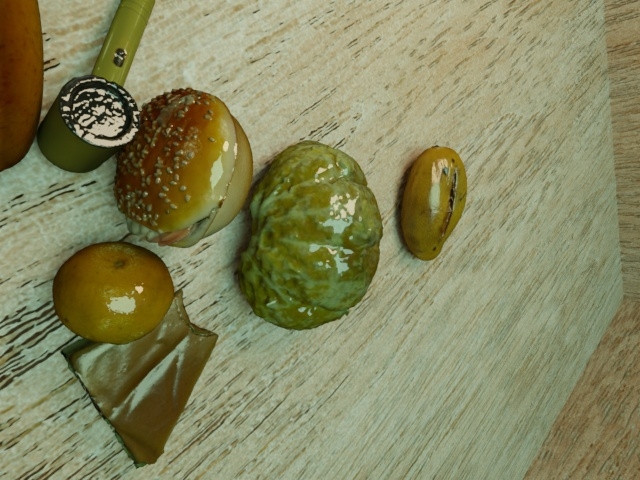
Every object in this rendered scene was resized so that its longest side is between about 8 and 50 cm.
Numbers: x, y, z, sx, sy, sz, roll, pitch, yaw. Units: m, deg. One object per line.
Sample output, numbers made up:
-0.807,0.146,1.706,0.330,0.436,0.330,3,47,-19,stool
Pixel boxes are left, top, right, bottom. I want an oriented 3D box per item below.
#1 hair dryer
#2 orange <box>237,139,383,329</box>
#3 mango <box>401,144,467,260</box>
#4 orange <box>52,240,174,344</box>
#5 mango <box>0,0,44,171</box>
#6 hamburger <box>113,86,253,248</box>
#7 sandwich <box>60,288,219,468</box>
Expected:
-0.289,-0.231,0.560,0.090,0.135,0.279,25,65,-38,hair dryer
0.000,0.000,0.762,0.271,0.210,0.369,3,98,-41,orange
0.287,-0.088,1.025,0.177,0.120,0.295,-1,99,-36,mango
-0.290,0.077,0.579,0.154,0.155,0.134,-2,130,-38,orange
-0.385,-0.239,0.423,0.201,0.199,0.350,-52,157,-74,mango
-0.196,-0.103,0.582,0.147,0.237,0.237,1,98,-55,hamburger
-0.261,0.225,0.682,0.212,0.063,0.245,-33,118,-32,sandwich
